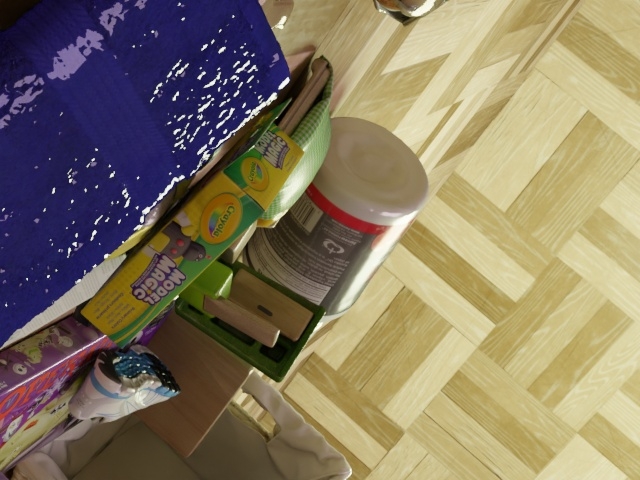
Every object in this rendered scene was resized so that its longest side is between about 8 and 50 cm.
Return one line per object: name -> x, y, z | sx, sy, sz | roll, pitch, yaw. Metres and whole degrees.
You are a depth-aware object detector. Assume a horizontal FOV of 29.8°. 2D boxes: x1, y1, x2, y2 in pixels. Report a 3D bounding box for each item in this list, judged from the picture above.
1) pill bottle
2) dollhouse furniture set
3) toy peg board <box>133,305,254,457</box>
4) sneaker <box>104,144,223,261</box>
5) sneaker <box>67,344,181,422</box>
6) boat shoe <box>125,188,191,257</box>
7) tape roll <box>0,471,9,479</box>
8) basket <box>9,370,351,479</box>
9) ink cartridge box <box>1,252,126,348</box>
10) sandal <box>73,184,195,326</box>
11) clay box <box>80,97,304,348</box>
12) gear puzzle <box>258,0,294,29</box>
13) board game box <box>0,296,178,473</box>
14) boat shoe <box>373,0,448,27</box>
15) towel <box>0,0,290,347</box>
pill bottle -> 0.000, 0.000, 1.628 | 0.176, 0.176, 0.318 | -39, 166, -48
dollhouse furniture set -> -0.023, -0.021, 1.345 | 0.301, 0.151, 0.197 | -57, 176, -19
toy peg board -> -0.171, 0.151, 1.491 | 0.160, 0.161, 0.079 | -54, 172, 26
sneaker -> -0.141, -0.057, 1.007 | 0.240, 0.091, 0.126 | -48, 171, -14
sneaker -> -0.226, 0.168, 1.351 | 0.083, 0.071, 0.191 | -44, 163, 9
boat shoe -> -0.180, -0.010, 1.174 | 0.133, 0.049, 0.042 | -41, 142, -6
tape roll -> -0.354, 0.295, 1.125 | 0.189, 0.189, 0.080 | -54, 169, 30
basket -> -0.205, 0.344, 1.602 | 0.331, 0.328, 0.266 | -41, 170, -42
ink cartridge box -> -0.259, 0.039, 1.064 | 0.179, 0.045, 0.145 | -28, 166, -13
sandal -> -0.160, 0.006, 1.277 | 0.254, 0.054, 0.097 | -43, 169, -34
clay box -> -0.096, -0.016, 0.999 | 0.222, 0.053, 0.127 | -41, -170, 28
gear puzzle -> -0.043, -0.250, 0.836 | 0.175, 0.044, 0.339 | -17, 144, -51
board game box -> -0.298, 0.163, 1.307 | 0.208, 0.056, 0.347 | -59, 167, 26
boat shoe -> 0.092, -0.270, 1.169 | 0.103, 0.113, 0.302 | -56, 171, 7
towel -> -0.163, -0.075, 0.771 | 0.308, 0.076, 0.227 | -44, 155, -10
